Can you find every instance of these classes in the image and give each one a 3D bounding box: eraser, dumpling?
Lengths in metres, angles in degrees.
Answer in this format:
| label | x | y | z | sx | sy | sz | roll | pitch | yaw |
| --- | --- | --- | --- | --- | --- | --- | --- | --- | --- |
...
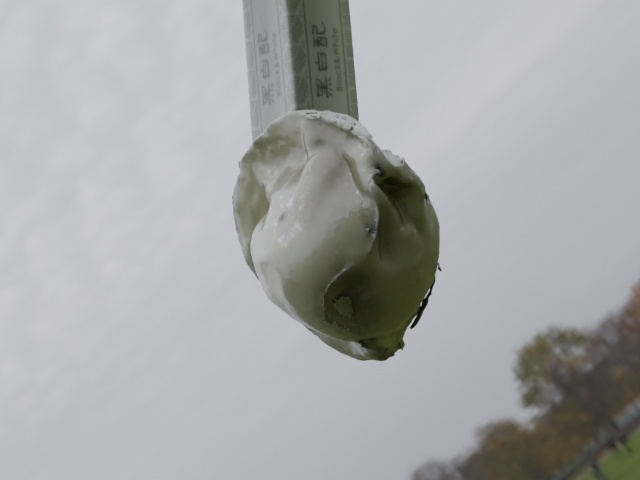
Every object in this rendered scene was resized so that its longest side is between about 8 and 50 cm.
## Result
| label | x | y | z | sx | sy | sz | roll | pitch | yaw |
| --- | --- | --- | --- | --- | --- | --- | --- | --- | --- |
| eraser | -0.021 | -0.156 | 1.672 | 0.096 | 0.403 | 0.098 | -5 | 1 | -36 |
| dumpling | 0.000 | 0.000 | 1.143 | 0.142 | 0.172 | 0.247 | -40 | -34 | -36 |
